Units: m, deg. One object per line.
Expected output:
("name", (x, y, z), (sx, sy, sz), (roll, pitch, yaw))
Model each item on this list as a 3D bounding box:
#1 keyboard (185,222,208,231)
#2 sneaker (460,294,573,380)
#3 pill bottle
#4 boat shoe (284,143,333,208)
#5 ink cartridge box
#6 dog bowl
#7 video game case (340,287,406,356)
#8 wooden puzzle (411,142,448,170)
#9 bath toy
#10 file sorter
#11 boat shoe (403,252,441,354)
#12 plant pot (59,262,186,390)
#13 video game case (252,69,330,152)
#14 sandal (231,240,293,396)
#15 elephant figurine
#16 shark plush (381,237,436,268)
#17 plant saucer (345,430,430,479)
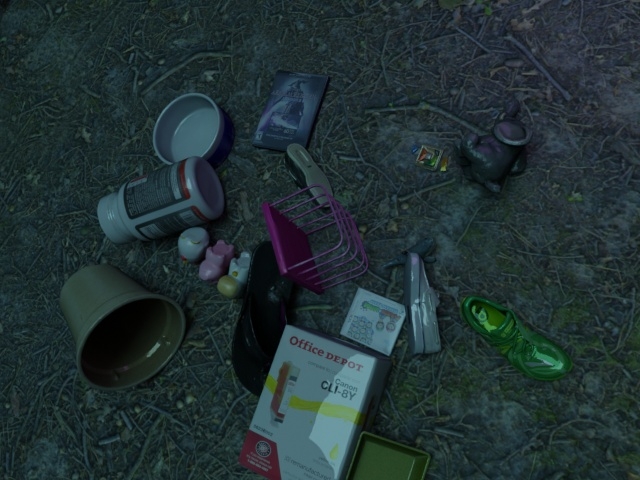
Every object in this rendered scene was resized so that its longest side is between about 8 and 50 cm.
("keyboard", (-0.486, -0.069, 1.867), (0.256, 0.014, 0.072), (7, 79, 23))
("sneaker", (0.461, 0.236, 1.338), (0.295, 0.123, 0.109), (35, 90, 25))
("pill bottle", (-0.512, -0.119, 1.770), (0.363, 0.210, 0.210), (-17, 70, 15))
("boat shoe", (-0.039, -0.187, 1.695), (0.233, 0.084, 0.079), (57, 138, 17))
("ink cartridge box", (-0.011, 0.445, 1.453), (0.279, 0.160, 0.384), (16, 82, 25))
("dog bowl", (-0.430, -0.357, 1.871), (0.265, 0.104, 0.265), (-6, 74, 20))
("video game case", (0.149, 0.223, 1.526), (0.157, 0.019, 0.143), (21, 85, 25))
("wooden puzzle", (0.313, -0.241, 1.587), (0.116, 0.014, 0.078), (15, 82, 25))
("bath toy", (-0.305, 0.087, 1.697), (0.348, 0.129, 0.151), (29, 44, 24))
("file sorter", (0.000, 0.000, 1.500), (0.182, 0.291, 0.202), (-23, 69, 12))
("boat shoe", (0.273, 0.164, 1.451), (0.088, 0.096, 0.267), (-2, 76, -6))
("plant pot", (-0.640, 0.233, 1.704), (0.305, 0.334, 0.334), (35, 91, 37))
("video game case", (-0.097, -0.419, 1.797), (0.196, 0.026, 0.274), (14, 82, 25))
("sandal", (-0.154, 0.222, 1.535), (0.167, 0.107, 0.446), (4, 90, -14))
("elephant figurine", (0.486, -0.257, 1.455), (0.239, 0.169, 0.186), (-29, 96, -4))
("shark plush", (0.240, 0.032, 1.513), (0.161, 0.067, 0.073), (-14, 71, 18))
("plant saucer", (0.157, 0.589, 1.379), (0.188, 0.045, 0.188), (20, 84, -4))
